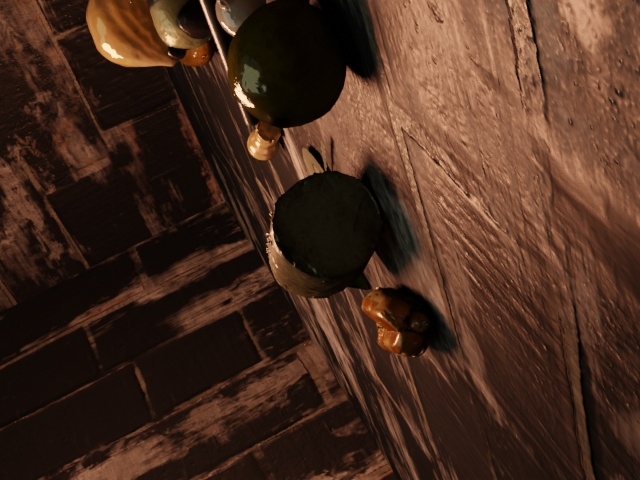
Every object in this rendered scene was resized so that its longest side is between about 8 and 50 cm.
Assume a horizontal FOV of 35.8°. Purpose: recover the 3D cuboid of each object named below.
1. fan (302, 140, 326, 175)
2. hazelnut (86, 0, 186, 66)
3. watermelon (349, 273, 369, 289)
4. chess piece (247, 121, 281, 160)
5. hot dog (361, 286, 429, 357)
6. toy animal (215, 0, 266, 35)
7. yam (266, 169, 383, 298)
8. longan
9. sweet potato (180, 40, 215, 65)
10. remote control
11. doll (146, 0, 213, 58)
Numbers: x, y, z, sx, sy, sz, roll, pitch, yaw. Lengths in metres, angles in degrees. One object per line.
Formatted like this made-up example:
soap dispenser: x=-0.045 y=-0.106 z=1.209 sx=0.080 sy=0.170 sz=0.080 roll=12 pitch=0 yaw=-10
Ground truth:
fan: x=0.014 y=-0.101 z=1.662 sx=0.191 sy=0.009 sz=0.329 roll=58 pitch=173 yaw=19
hazelnut: x=-0.348 y=-0.458 z=2.014 sx=0.241 sy=0.261 sz=0.261 roll=63 pitch=172 yaw=0
watermelon: x=0.026 y=0.064 z=1.903 sx=0.092 sy=0.075 sz=0.181 roll=61 pitch=172 yaw=-12
chess piece: x=-0.107 y=-0.202 z=1.961 sx=0.066 sy=0.066 sz=0.122 roll=63 pitch=167 yaw=3
hot dog: x=0.118 y=0.125 z=1.521 sx=0.109 sy=0.072 sz=0.269 roll=61 pitch=174 yaw=-3
toy animal: x=-0.086 y=-0.265 z=1.342 sx=0.127 sy=0.131 sz=0.182 roll=6 pitch=-142 yaw=-45
yam: x=0.000 y=0.000 z=1.528 sx=0.168 sy=0.168 sz=0.304 roll=62 pitch=173 yaw=8
longan: x=-0.036 y=-0.219 z=1.181 sx=0.145 sy=0.176 sz=0.154 roll=24 pitch=161 yaw=-27
sweet potato: x=-0.288 y=-0.449 z=2.252 sx=0.346 sy=0.079 sz=0.109 roll=-149 pitch=45 yaw=-70
remote control: x=-0.147 y=-0.357 z=1.606 sx=0.044 sy=0.107 sz=0.378 roll=8 pitch=142 yaw=24
doll: x=-0.260 y=-0.461 z=1.828 sx=0.143 sy=0.135 sz=0.234 roll=159 pitch=88 yaw=-80
